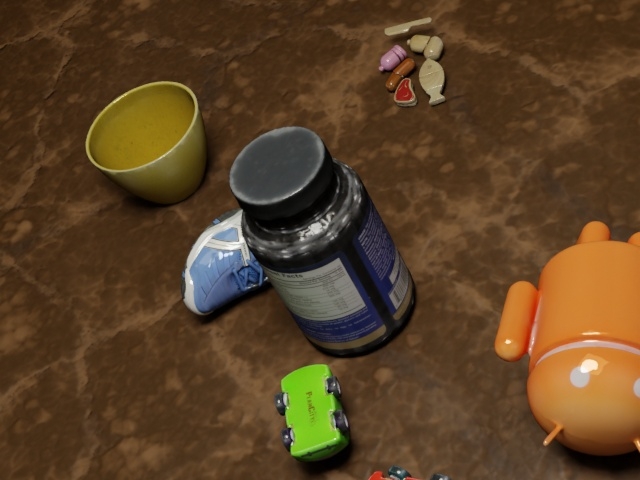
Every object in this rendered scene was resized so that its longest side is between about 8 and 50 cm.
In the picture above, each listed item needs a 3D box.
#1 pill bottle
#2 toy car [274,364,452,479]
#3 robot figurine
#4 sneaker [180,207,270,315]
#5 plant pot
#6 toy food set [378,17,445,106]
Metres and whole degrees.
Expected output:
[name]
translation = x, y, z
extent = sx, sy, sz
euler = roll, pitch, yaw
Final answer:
[pill bottle]
translation = 0.000, 0.000, 1.436
extent = 0.123, 0.219, 0.122
euler = -14, 46, 15
[toy car]
translation = 0.007, 0.209, 1.364
extent = 0.239, 0.053, 0.225
euler = -19, 44, 9
[robot figurine]
translation = 0.243, 0.089, 1.300
extent = 0.128, 0.158, 0.219
euler = -24, 38, 38
[sneaker]
translation = -0.052, 0.003, 1.560
extent = 0.211, 0.080, 0.081
euler = -40, 42, -10
[plant pot]
translation = -0.178, -0.096, 1.703
extent = 0.134, 0.095, 0.134
euler = -14, 46, 16
[toy food set]
translation = 0.102, -0.190, 1.705
extent = 0.078, 0.019, 0.122
euler = -12, 54, 17
